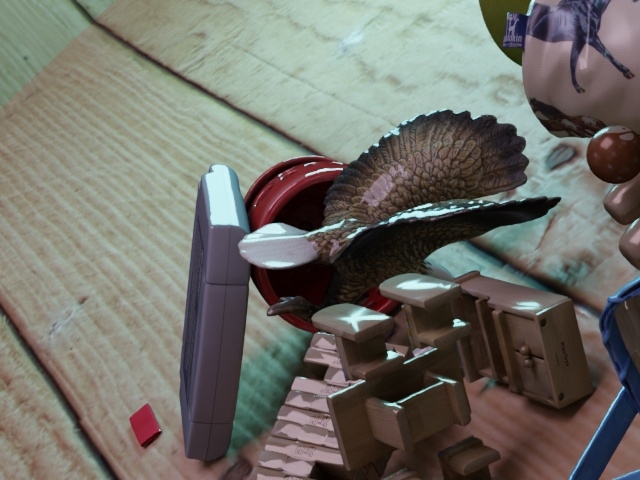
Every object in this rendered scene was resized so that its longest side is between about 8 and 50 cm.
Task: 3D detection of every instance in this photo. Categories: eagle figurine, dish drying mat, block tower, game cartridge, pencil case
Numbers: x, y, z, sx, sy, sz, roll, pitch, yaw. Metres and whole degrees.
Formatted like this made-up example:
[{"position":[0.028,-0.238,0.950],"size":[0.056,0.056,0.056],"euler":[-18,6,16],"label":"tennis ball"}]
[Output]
[{"position":[0.089,-0.006,2.071],"size":[0.226,0.225,0.298],"euler":[47,110,23],"label":"eagle figurine"},{"position":[-0.213,0.225,2.396],"size":[0.032,0.008,0.083],"euler":[-41,23,0],"label":"dish drying mat"},{"position":[-0.010,0.242,1.874],"size":[0.097,0.091,0.335],"euler":[8,60,28],"label":"block tower"},{"position":[-0.120,0.087,2.222],"size":[0.062,0.297,0.198],"euler":[1,26,-13],"label":"game cartridge"},{"position":[0.389,-0.194,1.914],"size":[0.410,0.183,0.160],"euler":[1,21,36],"label":"pencil case"}]

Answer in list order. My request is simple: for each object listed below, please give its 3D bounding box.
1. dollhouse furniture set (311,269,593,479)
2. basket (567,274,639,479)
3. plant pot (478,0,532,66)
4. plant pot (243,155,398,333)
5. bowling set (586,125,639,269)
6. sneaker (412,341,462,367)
[{"position":[0.106,0.130,1.854],"size":[0.242,0.212,0.161],"euler":[-23,18,-25],"label":"dollhouse furniture set"},{"position":[0.336,0.098,1.561],"size":[0.255,0.201,0.289],"euler":[-23,20,33],"label":"basket"},{"position":[0.368,-0.293,2.135],"size":[0.293,0.275,0.275],"euler":[20,64,46],"label":"plant pot"},{"position":[0.000,0.000,2.248],"size":[0.191,0.191,0.174],"euler":[-43,16,-3],"label":"plant pot"},{"position":[0.356,-0.055,1.807],"size":[0.154,0.200,0.287],"euler":[-43,28,-6],"label":"bowling set"},{"position":[0.101,0.147,2.024],"size":[0.152,0.053,0.061],"euler":[-47,9,-18],"label":"sneaker"}]
